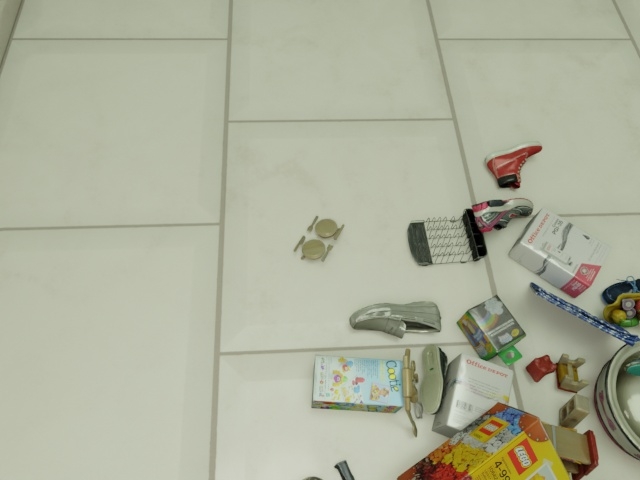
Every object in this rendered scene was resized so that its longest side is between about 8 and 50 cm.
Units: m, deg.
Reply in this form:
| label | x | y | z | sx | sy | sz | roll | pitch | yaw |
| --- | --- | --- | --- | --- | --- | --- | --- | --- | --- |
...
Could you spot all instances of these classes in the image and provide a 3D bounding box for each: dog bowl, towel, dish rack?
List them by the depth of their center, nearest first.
| label | x | y | z | sx | sy | sz | roll | pitch | yaw |
| --- | --- | --- | --- | --- | --- | --- | --- | --- | --- |
| dog bowl | 1.077 | 0.528 | 1.601 | 0.407 | 0.150 | 0.408 | 2 | 62 | -3 |
| towel | 0.881 | 0.237 | 1.699 | 0.335 | 0.243 | 0.040 | 30 | 100 | 15 |
| dish rack | 0.468 | -0.007 | 1.887 | 0.271 | 0.074 | 0.209 | -4 | 62 | -5 |

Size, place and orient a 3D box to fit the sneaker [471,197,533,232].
| label | x | y | z | sx | sy | sz | roll | pitch | yaw |
| --- | --- | --- | --- | --- | --- | --- | --- | --- | --- |
| sneaker | 0.694 | -0.096 | 1.910 | 0.298 | 0.120 | 0.112 | -7 | 85 | -29 |

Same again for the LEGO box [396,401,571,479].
| label | x | y | z | sx | sy | sz | roll | pitch | yaw |
| --- | --- | --- | --- | --- | --- | --- | --- | --- | --- |
| LEGO box | 0.493 | 0.758 | 1.317 | 0.372 | 0.193 | 0.501 | -29 | 94 | -15 |

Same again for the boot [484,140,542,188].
| label | x | y | z | sx | sy | sz | roll | pitch | yaw |
| --- | --- | --- | --- | --- | --- | --- | --- | --- | --- |
| boot | 0.821 | -0.302 | 2.055 | 0.244 | 0.088 | 0.176 | -19 | 65 | -4 |

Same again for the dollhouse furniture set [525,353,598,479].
| label | x | y | z | sx | sy | sz | roll | pitch | yaw |
| --- | --- | --- | --- | --- | --- | --- | --- | --- | --- |
| dollhouse furniture set | 0.731 | 0.543 | 1.599 | 0.201 | 0.152 | 0.374 | 15 | 46 | 5 |

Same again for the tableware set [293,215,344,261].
| label | x | y | z | sx | sy | sz | roll | pitch | yaw |
| --- | --- | --- | --- | --- | --- | --- | --- | --- | --- |
| tableware set | 0.000 | 0.000 | 1.879 | 0.128 | 0.039 | 0.194 | 19 | 57 | 20 |

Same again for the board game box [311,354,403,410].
| label | x | y | z | sx | sy | sz | roll | pitch | yaw |
| --- | --- | --- | --- | --- | --- | --- | --- | --- | --- |
| board game box | 0.113 | 0.458 | 1.588 | 0.275 | 0.142 | 0.145 | 4 | 62 | -1 |

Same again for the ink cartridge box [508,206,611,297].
| label | x | y | z | sx | sy | sz | roll | pitch | yaw |
| --- | --- | --- | --- | --- | --- | --- | --- | --- | --- |
| ink cartridge box | 0.882 | 0.042 | 1.859 | 0.283 | 0.117 | 0.207 | 35 | 66 | 14 |

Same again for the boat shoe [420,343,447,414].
| label | x | y | z | sx | sy | sz | roll | pitch | yaw |
| --- | --- | --- | --- | --- | --- | --- | --- | --- | --- |
| boat shoe | 0.377 | 0.454 | 1.624 | 0.079 | 0.084 | 0.233 | 40 | 43 | -30 |

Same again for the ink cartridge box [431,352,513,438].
| label | x | y | z | sx | sy | sz | roll | pitch | yaw |
| --- | --- | --- | --- | --- | --- | --- | --- | --- | --- |
| ink cartridge box | 0.475 | 0.503 | 1.568 | 0.171 | 0.168 | 0.233 | 20 | 64 | 6 |

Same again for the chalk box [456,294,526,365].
| label | x | y | z | sx | sy | sz | roll | pitch | yaw |
| --- | --- | --- | --- | --- | --- | --- | --- | --- | --- |
| chalk box | 0.588 | 0.319 | 1.694 | 0.132 | 0.132 | 0.213 | -24 | 67 | -16 |

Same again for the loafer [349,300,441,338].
| label | x | y | z | sx | sy | sz | roll | pitch | yaw |
| --- | --- | --- | --- | --- | --- | --- | --- | --- | --- |
| loafer | 0.259 | 0.277 | 1.707 | 0.319 | 0.112 | 0.112 | -5 | 54 | -6 |

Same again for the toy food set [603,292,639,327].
| label | x | y | z | sx | sy | sz | roll | pitch | yaw |
| --- | --- | --- | --- | --- | --- | --- | --- | --- | --- |
| toy food set | 1.110 | 0.253 | 1.749 | 0.217 | 0.128 | 0.071 | -4 | 27 | -4 |

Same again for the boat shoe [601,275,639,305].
| label | x | y | z | sx | sy | sz | roll | pitch | yaw |
| --- | --- | --- | --- | --- | --- | --- | --- | --- | --- |
| boat shoe | 1.153 | 0.170 | 1.823 | 0.258 | 0.089 | 0.109 | -14 | 64 | -11 |

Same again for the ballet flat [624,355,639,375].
| label | x | y | z | sx | sy | sz | roll | pitch | yaw |
| --- | --- | --- | --- | --- | --- | --- | --- | --- | --- |
| ballet flat | 1.031 | 0.387 | 1.560 | 0.188 | 0.070 | 0.070 | 7 | 62 | -2 |

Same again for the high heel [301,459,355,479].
| label | x | y | z | sx | sy | sz | roll | pitch | yaw |
| --- | --- | --- | --- | --- | --- | --- | --- | --- | --- |
| high heel | 0.007 | 0.775 | 1.441 | 0.261 | 0.093 | 0.186 | -17 | 58 | -21 |

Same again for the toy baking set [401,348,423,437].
| label | x | y | z | sx | sy | sz | roll | pitch | yaw |
| --- | --- | --- | --- | --- | --- | --- | --- | --- | --- |
| toy baking set | 0.292 | 0.473 | 1.566 | 0.030 | 0.197 | 0.257 | -9 | 62 | 22 |
